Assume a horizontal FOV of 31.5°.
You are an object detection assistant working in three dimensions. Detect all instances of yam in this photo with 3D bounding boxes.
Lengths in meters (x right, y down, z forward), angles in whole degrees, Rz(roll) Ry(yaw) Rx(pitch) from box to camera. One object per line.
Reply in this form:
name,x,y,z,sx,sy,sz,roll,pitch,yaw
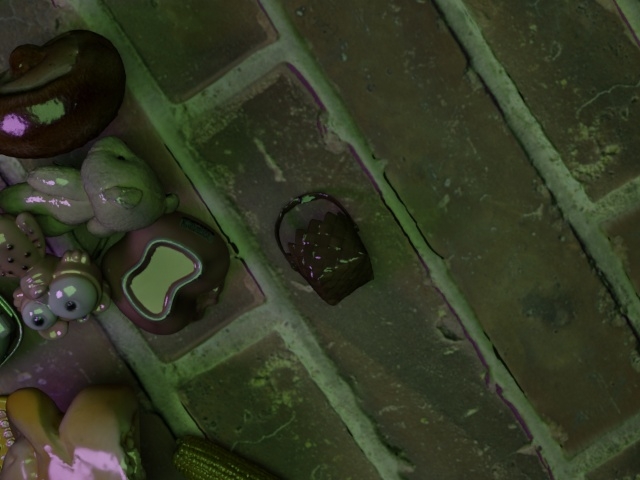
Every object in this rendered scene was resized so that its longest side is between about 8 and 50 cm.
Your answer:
yam,-0.348,-0.015,1.863,0.014,0.014,0.107,28,96,-5

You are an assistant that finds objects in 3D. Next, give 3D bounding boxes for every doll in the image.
doll,-0.370,-0.076,1.766,0.278,0.175,0.149,-9,89,23
doll,-0.457,0.040,1.760,0.278,0.119,0.154,39,109,-25

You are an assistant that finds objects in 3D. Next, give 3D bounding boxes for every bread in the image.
bread,-0.366,0.435,1.748,0.245,0.329,0.424,-3,97,-23

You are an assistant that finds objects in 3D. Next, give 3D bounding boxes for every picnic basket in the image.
picnic basket,0.000,0.000,1.822,0.128,0.138,0.178,-28,64,-4

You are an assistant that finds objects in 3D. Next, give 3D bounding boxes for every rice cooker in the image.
rice cooker,-0.578,0.162,1.825,0.206,0.127,0.145,-38,98,0

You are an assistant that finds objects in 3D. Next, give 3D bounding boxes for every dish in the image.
dish,-0.252,0.055,1.837,0.213,0.090,0.213,0,97,-2

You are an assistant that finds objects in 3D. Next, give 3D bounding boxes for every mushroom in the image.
mushroom,-0.409,-0.219,1.723,0.253,0.253,0.153,-26,123,2

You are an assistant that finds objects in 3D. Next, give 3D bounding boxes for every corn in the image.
corn,-0.141,0.401,1.893,0.238,0.080,0.080,31,96,-7

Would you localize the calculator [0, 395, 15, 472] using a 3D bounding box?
calculator,-0.518,0.375,1.901,0.146,0.032,0.235,-13,96,0
